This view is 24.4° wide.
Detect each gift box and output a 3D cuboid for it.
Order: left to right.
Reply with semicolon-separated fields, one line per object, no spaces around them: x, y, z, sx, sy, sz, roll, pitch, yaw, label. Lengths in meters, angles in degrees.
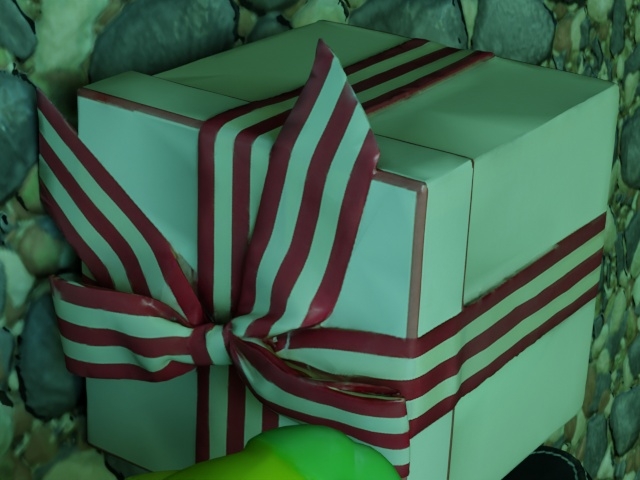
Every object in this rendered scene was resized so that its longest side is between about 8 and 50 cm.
0.000;0.000;0.838;0.258;0.255;0.276;-29;123;-49;gift box

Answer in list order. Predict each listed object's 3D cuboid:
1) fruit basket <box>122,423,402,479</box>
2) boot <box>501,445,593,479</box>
-0.111;0.221;0.687;0.392;0.283;0.392;-30;132;-40;fruit basket
0.071;0.205;1.056;0.377;0.138;0.284;-41;126;-35;boot
